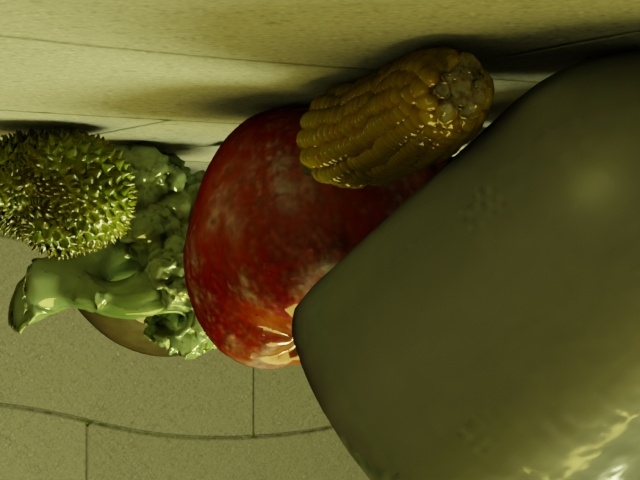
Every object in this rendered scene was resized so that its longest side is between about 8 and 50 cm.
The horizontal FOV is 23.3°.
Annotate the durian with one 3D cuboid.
[{"bbox_3d":[-0.301,-0.060,1.735,0.198,0.146,0.159,10,-172,-14],"label":"durian"}]

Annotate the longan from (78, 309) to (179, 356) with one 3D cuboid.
[{"bbox_3d":[-0.246,0.030,2.213,0.243,0.300,0.300,-34,-174,-14],"label":"longan"}]

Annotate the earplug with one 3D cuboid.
[{"bbox_3d":[0.213,0.032,1.264,0.394,0.312,0.313,-47,153,25],"label":"earplug"}]

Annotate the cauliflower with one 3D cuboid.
[{"bbox_3d":[-0.221,0.010,1.913,0.281,0.260,0.327,-2,-152,-33],"label":"cauliflower"}]

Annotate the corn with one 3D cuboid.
[{"bbox_3d":[0.065,-0.099,1.313,0.102,0.102,0.313,1,177,-19],"label":"corn"}]

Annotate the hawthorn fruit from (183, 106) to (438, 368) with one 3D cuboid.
[{"bbox_3d":[0.000,0.000,1.567,0.284,0.284,0.284,0,177,0],"label":"hawthorn fruit"}]

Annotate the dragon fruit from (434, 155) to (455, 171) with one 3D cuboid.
[{"bbox_3d":[0.150,0.010,1.792,0.218,0.148,0.224,-3,156,-17],"label":"dragon fruit"}]
